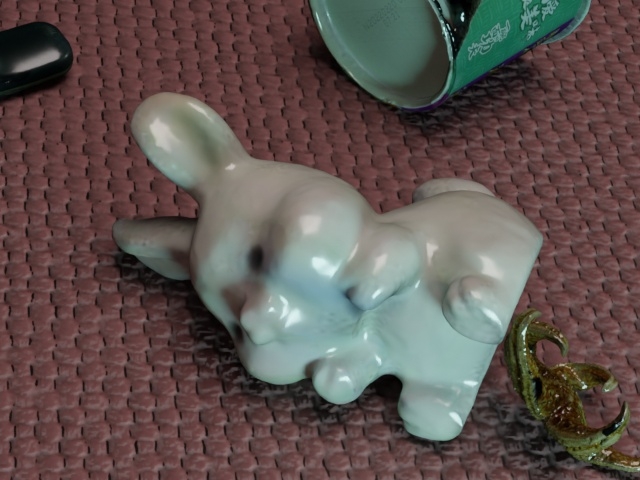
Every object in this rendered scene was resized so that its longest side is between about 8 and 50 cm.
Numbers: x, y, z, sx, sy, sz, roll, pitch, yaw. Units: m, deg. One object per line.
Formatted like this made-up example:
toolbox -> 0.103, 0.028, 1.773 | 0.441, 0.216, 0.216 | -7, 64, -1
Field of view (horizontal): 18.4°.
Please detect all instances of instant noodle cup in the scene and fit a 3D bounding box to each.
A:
instant noodle cup -> 0.117, -0.258, 1.957 | 0.251, 0.251, 0.190 | 37, 57, 22

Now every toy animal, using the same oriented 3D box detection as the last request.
toy animal -> 0.002, 0.007, 1.690 | 0.367, 0.196, 0.241 | 15, 37, -2

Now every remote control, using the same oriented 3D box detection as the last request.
remote control -> -0.341, -0.162, 1.871 | 0.222, 0.042, 0.072 | -17, 51, -28

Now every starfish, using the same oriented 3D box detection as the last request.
starfish -> 0.210, 0.128, 1.648 | 0.074, 0.190, 0.146 | -39, 47, 9
